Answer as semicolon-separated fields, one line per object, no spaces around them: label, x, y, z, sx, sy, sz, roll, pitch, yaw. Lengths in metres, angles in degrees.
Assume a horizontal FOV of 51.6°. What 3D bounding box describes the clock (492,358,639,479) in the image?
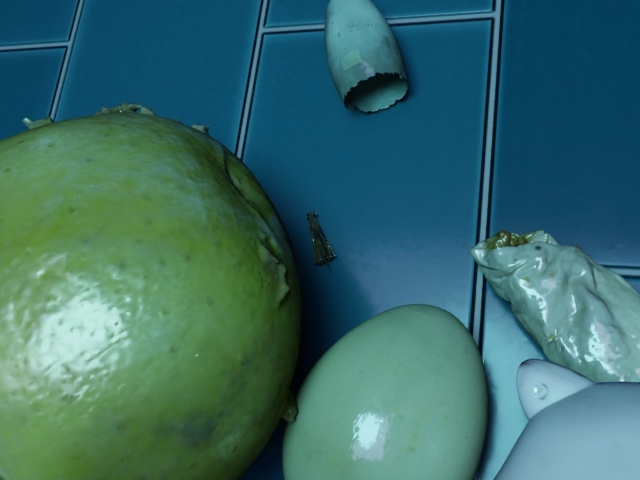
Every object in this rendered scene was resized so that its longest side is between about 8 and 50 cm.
clock;0.243;0.296;0.487;0.368;0.251;0.376;6;86;33

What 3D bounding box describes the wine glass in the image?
wine glass;-0.026;-0.326;0.814;0.096;0.264;0.309;-31;64;38

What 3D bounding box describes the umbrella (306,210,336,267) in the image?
umbrella;-0.002;0.000;0.829;0.031;0.020;0.083;-45;58;45

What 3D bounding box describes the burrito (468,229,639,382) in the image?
burrito;0.310;0.129;0.658;0.117;0.076;0.392;-37;68;-2

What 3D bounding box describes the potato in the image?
potato;-0.180;0.053;0.687;0.319;0.385;0.442;-35;56;-6

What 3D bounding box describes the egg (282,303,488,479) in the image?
egg;0.069;0.181;0.657;0.189;0.188;0.253;27;75;23
